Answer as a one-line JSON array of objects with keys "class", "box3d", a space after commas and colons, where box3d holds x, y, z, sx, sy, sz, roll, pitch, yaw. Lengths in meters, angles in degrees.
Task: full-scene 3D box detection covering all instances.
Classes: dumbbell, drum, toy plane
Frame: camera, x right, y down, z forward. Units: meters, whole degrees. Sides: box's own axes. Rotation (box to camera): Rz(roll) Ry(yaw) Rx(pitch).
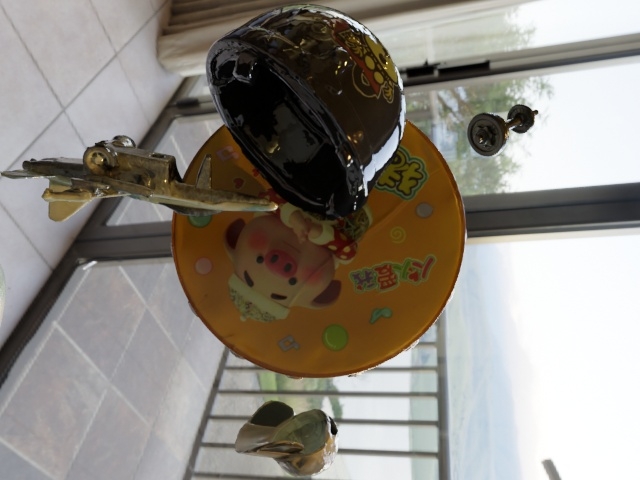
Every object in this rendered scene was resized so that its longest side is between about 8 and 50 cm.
[{"class": "dumbbell", "box3d": [0.474, -0.292, 1.317, 0.254, 0.110, 0.110, -26, 119, -30]}, {"class": "drum", "box3d": [0.000, 0.000, 0.808, 0.214, 0.431, 0.431, 83, 6, -79]}, {"class": "toy plane", "box3d": [-0.176, -0.067, 0.549, 0.192, 0.262, 0.088, -98, -172, -70]}]

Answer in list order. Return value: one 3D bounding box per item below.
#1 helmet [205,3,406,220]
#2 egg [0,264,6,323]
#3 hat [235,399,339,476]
[{"class": "helmet", "box3d": [-0.003, -0.154, 0.599, 0.230, 0.160, 0.279, 46, -14, -5]}, {"class": "egg", "box3d": [-0.632, 0.091, 0.902, 0.162, 0.206, 0.271, -48, 119, -51]}, {"class": "hat", "box3d": [-0.088, 0.542, 1.389, 0.232, 0.275, 0.161, -154, -114, -78]}]
